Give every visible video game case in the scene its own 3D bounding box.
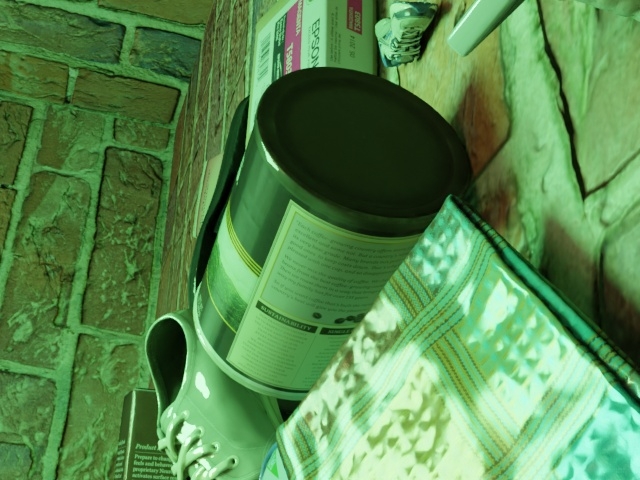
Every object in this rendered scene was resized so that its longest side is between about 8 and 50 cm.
[{"bbox_3d":[0.171,-0.216,0.593,0.173,0.022,0.190,-45,-3,-28],"label":"video game case"}]

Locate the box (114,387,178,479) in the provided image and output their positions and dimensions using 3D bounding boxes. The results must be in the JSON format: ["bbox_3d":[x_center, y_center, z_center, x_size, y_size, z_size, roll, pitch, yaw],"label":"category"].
[{"bbox_3d":[-0.245,0.444,1.539,0.143,0.191,0.382,147,130,-67],"label":"box"}]

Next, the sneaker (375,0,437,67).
[{"bbox_3d":[0.096,-0.224,1.035,0.135,0.052,0.058,154,115,-81],"label":"sneaker"}]

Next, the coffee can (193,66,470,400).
[{"bbox_3d":[0.000,0.000,0.927,0.275,0.201,0.202,114,160,-43],"label":"coffee can"}]

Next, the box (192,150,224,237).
[{"bbox_3d":[-0.136,-0.065,1.619,0.232,0.126,0.149,179,100,-75],"label":"box"}]

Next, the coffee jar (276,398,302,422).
[{"bbox_3d":[-0.050,0.263,1.144,0.079,0.096,0.185,-136,58,-68],"label":"coffee jar"}]

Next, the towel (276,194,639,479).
[{"bbox_3d":[0.084,0.152,0.594,0.271,0.040,0.370,-55,29,14],"label":"towel"}]

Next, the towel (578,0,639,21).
[{"bbox_3d":[0.190,-0.230,0.418,0.049,0.187,0.282,-56,-16,-64],"label":"towel"}]

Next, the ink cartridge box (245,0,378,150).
[{"bbox_3d":[-0.011,-0.239,1.259,0.193,0.088,0.235,-35,44,47],"label":"ink cartridge box"}]

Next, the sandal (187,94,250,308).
[{"bbox_3d":[-0.089,-0.021,1.378,0.107,0.167,0.446,-14,66,55],"label":"sandal"}]

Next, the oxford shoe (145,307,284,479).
[{"bbox_3d":[-0.102,0.239,1.008,0.169,0.130,0.449,-62,35,30],"label":"oxford shoe"}]

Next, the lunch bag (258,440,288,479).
[{"bbox_3d":[0.042,0.261,0.730,0.243,0.114,0.303,-45,34,35],"label":"lunch bag"}]
